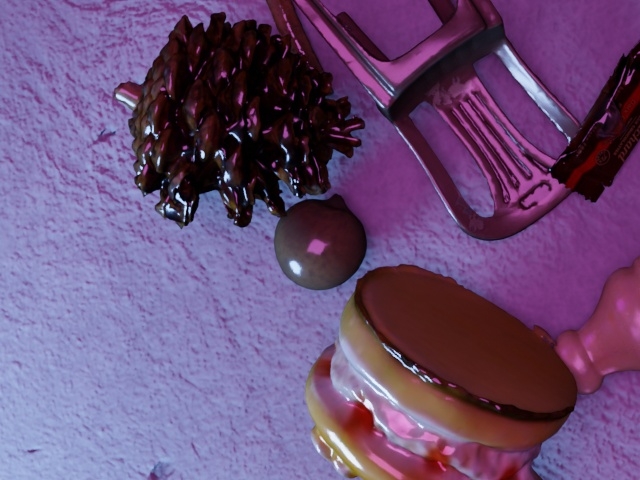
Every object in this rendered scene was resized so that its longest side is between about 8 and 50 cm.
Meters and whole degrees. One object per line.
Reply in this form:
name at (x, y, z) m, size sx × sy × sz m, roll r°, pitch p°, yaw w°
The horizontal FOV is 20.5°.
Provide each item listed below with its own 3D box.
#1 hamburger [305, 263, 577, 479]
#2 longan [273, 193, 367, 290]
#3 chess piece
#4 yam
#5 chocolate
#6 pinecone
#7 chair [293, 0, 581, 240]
hamburger at (0.134, 0.179, 1.831) m, size 0.303 × 0.261 × 0.186 m, roll 29°, pitch 113°, yaw 14°
longan at (0.000, 0.000, 1.959) m, size 0.113 × 0.092 × 0.113 m, roll -11°, pitch 61°, yaw 20°
chess piece at (0.378, 0.055, 1.860) m, size 0.307 × 0.124 × 0.139 m, roll -32°, pitch 111°, yaw 14°
yam at (-0.027, -0.227, 2.002) m, size 0.032 × 0.032 × 0.145 m, roll -27°, pitch 83°, yaw 11°
chocolate at (0.321, -0.127, 1.897) m, size 0.182 × 0.086 × 0.028 m, roll -56°, pitch 33°, yaw 3°
pinecone at (-0.096, -0.124, 1.911) m, size 0.257 × 0.243 × 0.243 m, roll 20°, pitch 93°, yaw 24°
chair at (0.139, -0.167, 1.881) m, size 0.175 × 0.183 × 0.326 m, roll -38°, pitch 80°, yaw 4°
